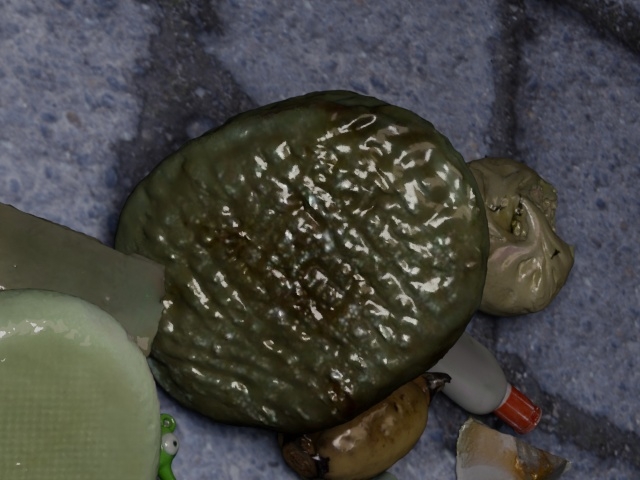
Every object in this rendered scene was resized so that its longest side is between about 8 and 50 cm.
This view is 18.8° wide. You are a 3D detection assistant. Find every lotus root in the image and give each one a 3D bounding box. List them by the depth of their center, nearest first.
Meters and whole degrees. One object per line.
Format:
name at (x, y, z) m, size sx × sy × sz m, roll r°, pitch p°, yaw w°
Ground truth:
lotus root at (0.049, 0.191, 2.090) m, size 0.221 × 0.118 × 0.125 m, roll -27°, pitch 70°, yaw -38°

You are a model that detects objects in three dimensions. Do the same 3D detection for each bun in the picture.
bun at (-0.296, 0.174, 1.759) m, size 0.293 × 0.187 × 0.293 m, roll -7°, pitch 104°, yaw -31°
bun at (0.224, -0.012, 2.354) m, size 0.237 × 0.116 × 0.210 m, roll -38°, pitch 94°, yaw -43°

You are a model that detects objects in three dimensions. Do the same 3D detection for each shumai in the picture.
shumai at (0.000, 0.000, 2.045) m, size 0.324 × 0.397 × 0.323 m, roll 61°, pitch 16°, yaw -6°

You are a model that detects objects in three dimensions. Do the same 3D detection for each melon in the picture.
melon at (0.217, 0.255, 2.232) m, size 0.139 × 0.093 × 0.202 m, roll 51°, pitch 36°, yaw 13°

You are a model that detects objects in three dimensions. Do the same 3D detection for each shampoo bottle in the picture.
shampoo bottle at (0.168, 0.151, 2.258) m, size 0.221 × 0.051 × 0.108 m, roll 38°, pitch 29°, yaw -19°

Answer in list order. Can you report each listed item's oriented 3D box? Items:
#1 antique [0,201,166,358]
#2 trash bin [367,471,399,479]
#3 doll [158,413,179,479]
antique at (-0.303, 0.048, 1.868) m, size 0.284 × 0.150 × 0.125 m, roll 28°, pitch 47°, yaw -17°
trash bin at (0.055, 0.329, 2.063) m, size 0.130 × 0.059 × 0.116 m, roll -42°, pitch 105°, yaw -44°
doll at (-0.179, 0.252, 1.915) m, size 0.115 × 0.050 × 0.190 m, roll 28°, pitch 54°, yaw -19°
